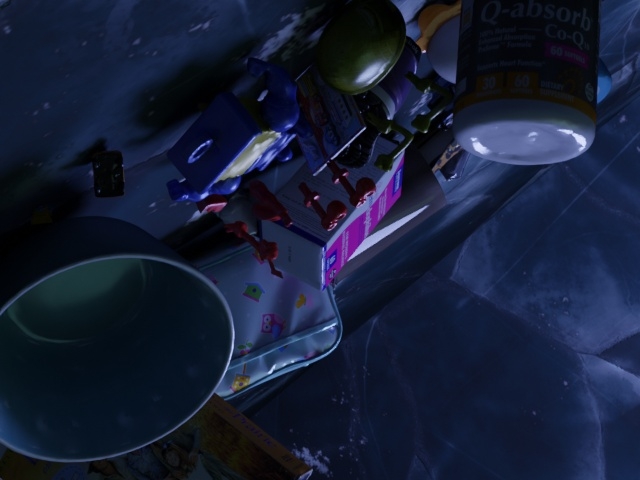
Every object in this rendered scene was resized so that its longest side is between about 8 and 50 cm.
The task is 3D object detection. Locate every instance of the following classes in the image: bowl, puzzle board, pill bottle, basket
[{"bbox_3d":[-0.271,0.093,1.564,0.311,0.163,0.312,-13,131,-15],"label":"bowl"},{"bbox_3d":[0.000,-0.157,1.618,0.011,0.128,0.096,12,136,-45],"label":"puzzle board"},{"bbox_3d":[0.238,-0.239,1.518,0.162,0.279,0.162,5,164,1],"label":"pill bottle"},{"bbox_3d":[0.080,-0.054,2.194,0.227,0.154,0.204,-32,162,-3],"label":"basket"}]

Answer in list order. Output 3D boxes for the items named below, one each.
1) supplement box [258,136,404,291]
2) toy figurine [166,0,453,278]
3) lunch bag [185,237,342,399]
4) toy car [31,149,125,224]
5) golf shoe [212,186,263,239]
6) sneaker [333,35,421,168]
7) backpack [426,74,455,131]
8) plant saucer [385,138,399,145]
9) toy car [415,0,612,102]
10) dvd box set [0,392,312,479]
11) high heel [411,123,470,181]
[{"bbox_3d":[0.018,-0.053,1.923,0.220,0.114,0.111,-52,158,-30],"label":"supplement box"},{"bbox_3d":[-0.056,-0.110,1.502,0.362,0.191,0.217,-43,162,30],"label":"toy figurine"},{"bbox_3d":[-0.106,0.110,2.010,0.279,0.224,0.108,-22,-168,-17],"label":"lunch bag"},{"bbox_3d":[-0.269,-0.066,1.460,0.122,0.060,0.040,-19,-146,0],"label":"toy car"},{"bbox_3d":[-0.102,-0.029,1.958,0.069,0.086,0.176,-40,170,14],"label":"golf shoe"},{"bbox_3d":[0.063,-0.185,1.745,0.124,0.107,0.283,-54,-173,-19],"label":"sneaker"},{"bbox_3d":[0.227,-0.236,2.068,0.114,0.084,0.105,-36,171,32],"label":"backpack"},{"bbox_3d":[0.095,-0.147,2.239,0.083,0.015,0.083,-34,169,-8],"label":"plant saucer"},{"bbox_3d":[0.232,-0.269,1.784,0.210,0.219,0.238,-40,140,25],"label":"toy car"},{"bbox_3d":[-0.258,0.328,1.933,0.308,0.420,0.062,-57,164,12],"label":"dvd box set"},{"bbox_3d":[0.171,-0.160,2.319,0.261,0.093,0.186,-19,144,-32],"label":"high heel"}]
